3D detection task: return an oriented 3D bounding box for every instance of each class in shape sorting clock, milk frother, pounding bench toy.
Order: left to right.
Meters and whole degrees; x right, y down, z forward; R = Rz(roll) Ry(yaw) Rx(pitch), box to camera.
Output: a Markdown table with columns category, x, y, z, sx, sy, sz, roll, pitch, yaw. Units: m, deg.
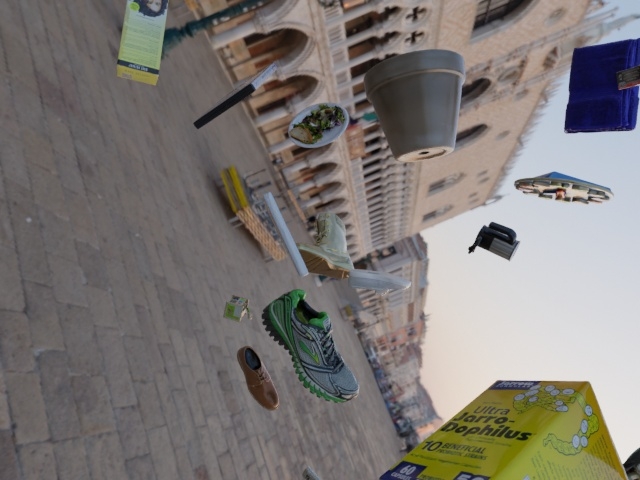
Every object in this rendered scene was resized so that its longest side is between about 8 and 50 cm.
| category | x | y | z | sx | sy | sz | roll | pitch | yaw |
| --- | --- | --- | --- | --- | --- | --- | --- | --- | --- |
| pounding bench toy | -0.231 | 0.202 | 1.426 | 0.065 | 0.083 | 0.052 | -55 | 160 | -71 |
| milk frother | 0.596 | 0.023 | 1.679 | 0.135 | 0.143 | 0.129 | 28 | -17 | 26 |
| shape sorting clock | 0.545 | -0.110 | 1.101 | 0.206 | 0.206 | 0.040 | 41 | 65 | -87 |

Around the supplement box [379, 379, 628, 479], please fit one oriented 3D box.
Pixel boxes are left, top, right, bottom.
| category | x | y | z | sx | sy | sz | roll | pitch | yaw |
| --- | --- | --- | --- | --- | --- | --- | --- | --- | --- |
| supplement box | 0.306 | 0.394 | 0.794 | 0.194 | 0.356 | 0.195 | -21 | -91 | 53 |

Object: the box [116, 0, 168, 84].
| category | x | y | z | sx | sy | sz | roll | pitch | yaw |
| --- | --- | --- | --- | --- | --- | --- | --- | --- | --- |
| box | -0.379 | -0.462 | 1.047 | 0.058 | 0.087 | 0.232 | 168 | -72 | -65 |

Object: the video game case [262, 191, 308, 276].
| category | x | y | z | sx | sy | sz | roll | pitch | yaw |
| --- | --- | --- | --- | --- | --- | --- | --- | --- | --- |
| video game case | -0.080 | -0.011 | 1.094 | 0.173 | 0.022 | 0.190 | 174 | -109 | -85 |

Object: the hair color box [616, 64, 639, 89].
| category | x | y | z | sx | sy | sz | roll | pitch | yaw |
| --- | --- | --- | --- | --- | --- | --- | --- | --- | --- |
| hair color box | 0.928 | -0.467 | 1.347 | 0.093 | 0.167 | 0.053 | -137 | -146 | -80 |

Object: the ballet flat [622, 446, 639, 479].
| category | x | y | z | sx | sy | sz | roll | pitch | yaw |
| --- | --- | --- | --- | --- | --- | --- | --- | --- | --- |
| ballet flat | 0.896 | 0.686 | 1.397 | 0.095 | 0.280 | 0.096 | 54 | 4 | -15 |

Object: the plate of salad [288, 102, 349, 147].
| category | x | y | z | sx | sy | sz | roll | pitch | yaw |
| --- | --- | --- | --- | --- | --- | --- | --- | --- | --- |
| plate of salad | -0.010 | -0.372 | 1.531 | 0.048 | 0.200 | 0.200 | 64 | 4 | -52 |

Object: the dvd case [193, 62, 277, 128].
| category | x | y | z | sx | sy | sz | roll | pitch | yaw |
| --- | --- | --- | --- | --- | --- | --- | --- | --- | --- |
| dvd case | -0.208 | -0.368 | 1.226 | 0.022 | 0.180 | 0.253 | 54 | 23 | -21 |

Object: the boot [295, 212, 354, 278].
| category | x | y | z | sx | sy | sz | roll | pitch | yaw |
| --- | --- | --- | --- | --- | --- | --- | --- | --- | --- |
| boot | 0.000 | 0.000 | 1.548 | 0.262 | 0.095 | 0.203 | 20 | 52 | -41 |

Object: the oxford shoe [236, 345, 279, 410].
| category | x | y | z | sx | sy | sz | roll | pitch | yaw |
| --- | --- | --- | --- | --- | --- | --- | --- | --- | --- |
| oxford shoe | -0.186 | 0.414 | 1.462 | 0.212 | 0.076 | 0.076 | 59 | -27 | 6 |

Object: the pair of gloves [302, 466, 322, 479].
| category | x | y | z | sx | sy | sz | roll | pitch | yaw |
| --- | --- | --- | --- | --- | --- | --- | --- | --- | --- |
| pair of gloves | 0.014 | 0.858 | 1.600 | 0.204 | 0.042 | 0.240 | 39 | -39 | 30 |

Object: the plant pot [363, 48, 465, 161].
| category | x | y | z | sx | sy | sz | roll | pitch | yaw |
| --- | --- | --- | --- | --- | --- | --- | --- | --- | --- |
| plant pot | 0.317 | -0.411 | 1.570 | 0.323 | 0.323 | 0.280 | 47 | 35 | -87 |

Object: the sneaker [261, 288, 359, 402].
| category | x | y | z | sx | sy | sz | roll | pitch | yaw |
| --- | --- | --- | --- | --- | --- | --- | --- | --- | --- |
| sneaker | -0.013 | 0.285 | 1.318 | 0.343 | 0.146 | 0.134 | 50 | 29 | 7 |

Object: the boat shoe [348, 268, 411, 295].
| category | x | y | z | sx | sy | sz | roll | pitch | yaw |
| --- | --- | --- | --- | --- | --- | --- | --- | --- | --- |
| boat shoe | 0.171 | 0.129 | 1.440 | 0.066 | 0.184 | 0.063 | -65 | 162 | -78 |

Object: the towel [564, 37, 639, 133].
| category | x | y | z | sx | sy | sz | roll | pitch | yaw |
| --- | --- | --- | --- | --- | --- | --- | --- | --- | --- |
| towel | 0.964 | -0.525 | 1.670 | 0.076 | 0.228 | 0.308 | 3 | 93 | -46 |
